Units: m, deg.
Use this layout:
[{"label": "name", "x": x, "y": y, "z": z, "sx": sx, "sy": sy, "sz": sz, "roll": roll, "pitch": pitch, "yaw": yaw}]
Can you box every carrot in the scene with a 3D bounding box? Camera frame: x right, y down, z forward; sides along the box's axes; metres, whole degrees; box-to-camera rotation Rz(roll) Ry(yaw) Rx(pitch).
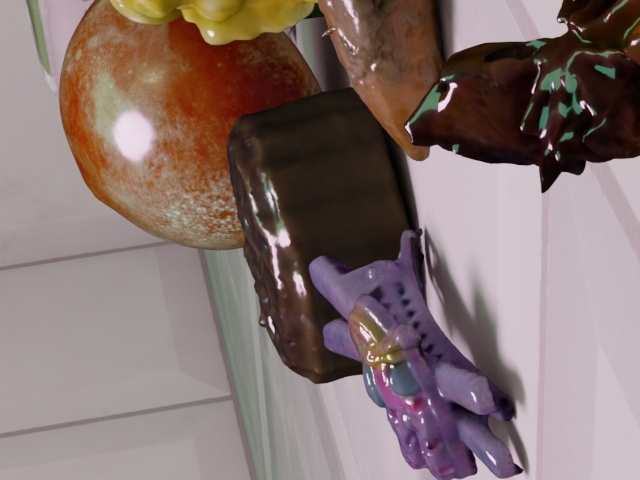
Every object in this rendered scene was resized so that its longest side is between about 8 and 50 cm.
[{"label": "carrot", "x": 0.035, "y": -0.171, "z": 1.220, "sx": 0.102, "sy": 0.102, "sz": 0.263, "roll": -115, "pitch": 11, "yaw": -67}]

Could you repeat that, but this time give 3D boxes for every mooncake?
[{"label": "mooncake", "x": 0.000, "y": 0.000, "z": 1.531, "sx": 0.228, "sy": 0.124, "sz": 0.228, "roll": 170, "pitch": 90, "yaw": -83}]

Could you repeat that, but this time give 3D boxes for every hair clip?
[{"label": "hair clip", "x": 0.057, "y": 0.080, "z": 1.303, "sx": 0.278, "sy": 0.090, "sz": 0.137, "roll": -113, "pitch": 7, "yaw": -65}]

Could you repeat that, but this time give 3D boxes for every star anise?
[{"label": "star anise", "x": 0.131, "y": -0.045, "z": 0.716, "sx": 0.140, "sy": 0.144, "sz": 0.158, "roll": -52, "pitch": 27, "yaw": 8}]

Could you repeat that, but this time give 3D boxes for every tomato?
[{"label": "tomato", "x": -0.115, "y": -0.112, "z": 1.749, "sx": 0.270, "sy": 0.222, "sz": 0.270, "roll": 57, "pitch": -177, "yaw": -4}]

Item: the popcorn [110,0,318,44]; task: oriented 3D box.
[{"label": "popcorn", "x": -0.074, "y": -0.270, "z": 1.393, "sx": 0.250, "sy": 0.241, "sz": 0.235, "roll": 69, "pitch": 176, "yaw": -48}]

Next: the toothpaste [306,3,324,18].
[{"label": "toothpaste", "x": -0.027, "y": -0.280, "z": 1.719, "sx": 0.037, "sy": 0.043, "sz": 0.179, "roll": -132, "pitch": 34, "yaw": -80}]

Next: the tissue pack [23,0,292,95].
[{"label": "tissue pack", "x": -0.173, "y": -0.345, "z": 1.916, "sx": 0.194, "sy": 0.266, "sz": 0.356, "roll": -115, "pitch": 16, "yaw": -47}]
